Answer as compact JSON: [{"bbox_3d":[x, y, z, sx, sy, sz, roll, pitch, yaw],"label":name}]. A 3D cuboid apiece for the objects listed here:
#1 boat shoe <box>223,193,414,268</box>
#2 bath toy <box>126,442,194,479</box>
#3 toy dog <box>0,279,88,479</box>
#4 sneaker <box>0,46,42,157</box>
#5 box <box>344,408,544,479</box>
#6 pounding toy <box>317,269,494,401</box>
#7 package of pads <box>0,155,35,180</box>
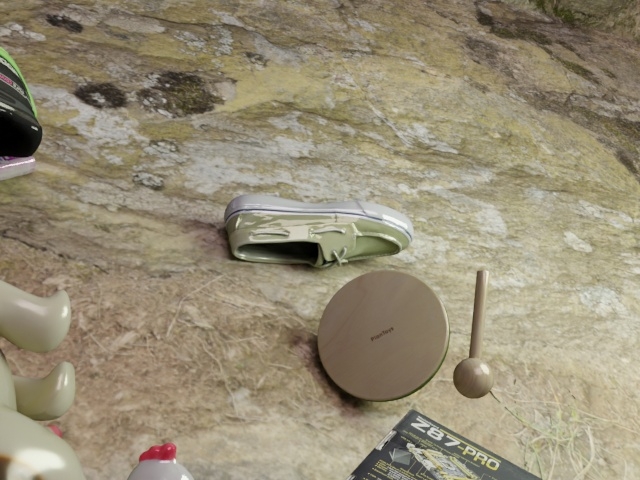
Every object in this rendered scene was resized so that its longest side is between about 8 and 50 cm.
[{"bbox_3d":[0.000,0.000,1.292,0.302,0.109,0.094,4,56,-13],"label":"boat shoe"},{"bbox_3d":[-0.134,0.257,0.701,0.151,0.129,0.348,13,-6,-8],"label":"bath toy"},{"bbox_3d":[-0.379,0.155,0.713,0.408,0.285,0.395,40,39,16],"label":"toy dog"},{"bbox_3d":[-0.553,-0.112,1.017,0.482,0.185,0.202,-32,77,-38],"label":"sneaker"},{"bbox_3d":[0.192,0.333,0.776,0.394,0.097,0.318,26,21,18],"label":"box"},{"bbox_3d":[0.123,0.141,1.152,0.236,0.110,0.183,-4,66,19],"label":"pounding toy"},{"bbox_3d":[-0.457,-0.111,1.203,0.050,0.032,0.083,44,40,20],"label":"package of pads"}]
